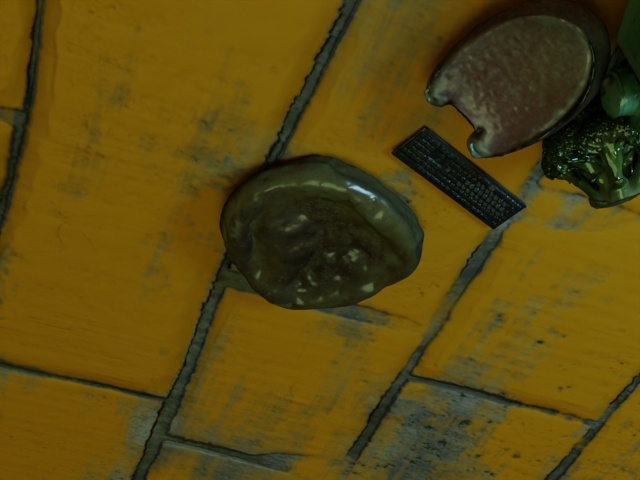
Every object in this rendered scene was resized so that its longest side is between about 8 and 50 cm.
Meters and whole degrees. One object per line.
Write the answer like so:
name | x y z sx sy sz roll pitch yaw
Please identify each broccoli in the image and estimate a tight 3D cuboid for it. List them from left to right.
broccoli | 0.345 -0.113 1.456 0.162 0.138 0.146 -18 171 9

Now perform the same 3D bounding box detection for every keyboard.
keyboard | 0.183 -0.079 1.591 0.198 0.010 0.063 34 128 -27

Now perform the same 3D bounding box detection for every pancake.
pancake | 0.000 0.000 1.666 0.294 0.049 0.294 2 137 2

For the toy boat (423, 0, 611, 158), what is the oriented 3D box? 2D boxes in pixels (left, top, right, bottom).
toy boat | 0.236 -0.196 1.410 0.227 0.085 0.155 -35 98 37

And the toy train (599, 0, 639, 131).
toy train | 0.443 -0.195 1.317 0.266 0.145 0.202 -7 142 -12
